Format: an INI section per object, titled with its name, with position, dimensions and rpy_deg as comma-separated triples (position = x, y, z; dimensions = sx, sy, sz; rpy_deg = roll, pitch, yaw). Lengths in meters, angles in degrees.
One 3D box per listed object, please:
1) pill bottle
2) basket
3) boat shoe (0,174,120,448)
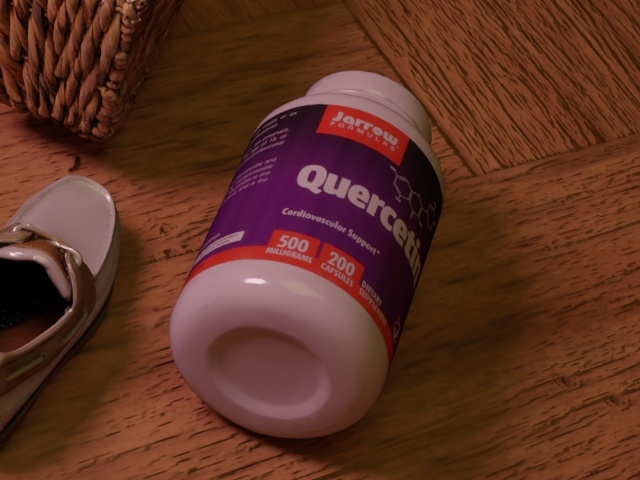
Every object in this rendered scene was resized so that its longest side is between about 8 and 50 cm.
[pill bottle]
position = 0.000, 0.000, 1.691
dimensions = 0.181, 0.181, 0.323
rpy_deg = 23, 45, -2
[basket]
position = -0.236, -0.254, 1.802
dimensions = 0.223, 0.213, 0.299
rpy_deg = 20, 45, 0
[boat shoe]
position = -0.230, 0.042, 1.609
dimensions = 0.113, 0.103, 0.302
rpy_deg = 23, 45, -3
